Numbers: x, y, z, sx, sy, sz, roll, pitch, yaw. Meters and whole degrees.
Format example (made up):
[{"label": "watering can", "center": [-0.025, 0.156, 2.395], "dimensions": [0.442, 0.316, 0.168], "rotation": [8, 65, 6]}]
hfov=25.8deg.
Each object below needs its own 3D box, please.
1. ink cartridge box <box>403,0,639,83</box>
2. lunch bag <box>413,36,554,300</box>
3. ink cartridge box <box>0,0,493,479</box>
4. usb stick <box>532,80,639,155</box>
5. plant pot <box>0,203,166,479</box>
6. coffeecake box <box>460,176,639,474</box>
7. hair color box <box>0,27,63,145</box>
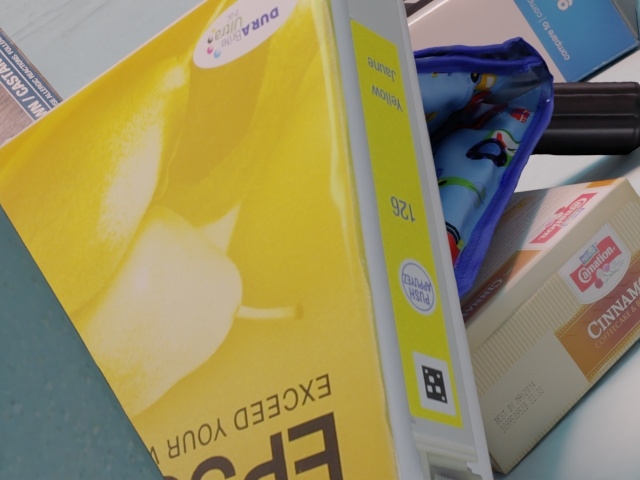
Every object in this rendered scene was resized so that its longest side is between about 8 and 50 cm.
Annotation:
[{"label": "ink cartridge box", "center": [0.128, -0.177, 1.296], "dimensions": [0.307, 0.129, 0.223], "rotation": [-31, 14, 21]}, {"label": "lunch bag", "center": [0.002, -0.012, 0.760], "dimensions": [0.221, 0.138, 0.293], "rotation": [-32, 2, 32]}, {"label": "ink cartridge box", "center": [-0.075, 0.085, 0.535], "dimensions": [0.304, 0.072, 0.307], "rotation": [-27, 57, 34]}, {"label": "usb stick", "center": [0.077, -0.080, 0.923], "dimensions": [0.278, 0.045, 0.077], "rotation": [0, -7, 2]}, {"label": "plant pot", "center": [-0.140, 0.183, 0.352], "dimensions": [0.247, 0.252, 0.248], "rotation": [-31, 13, 25]}, {"label": "coffeecake box", "center": [0.080, 0.041, 0.734], "dimensions": [0.142, 0.068, 0.185], "rotation": [-41, 13, -18]}, {"label": "hair color box", "center": [-0.214, -0.009, 0.900], "dimensions": [0.105, 0.174, 0.347], "rotation": [-39, -10, -18]}]
